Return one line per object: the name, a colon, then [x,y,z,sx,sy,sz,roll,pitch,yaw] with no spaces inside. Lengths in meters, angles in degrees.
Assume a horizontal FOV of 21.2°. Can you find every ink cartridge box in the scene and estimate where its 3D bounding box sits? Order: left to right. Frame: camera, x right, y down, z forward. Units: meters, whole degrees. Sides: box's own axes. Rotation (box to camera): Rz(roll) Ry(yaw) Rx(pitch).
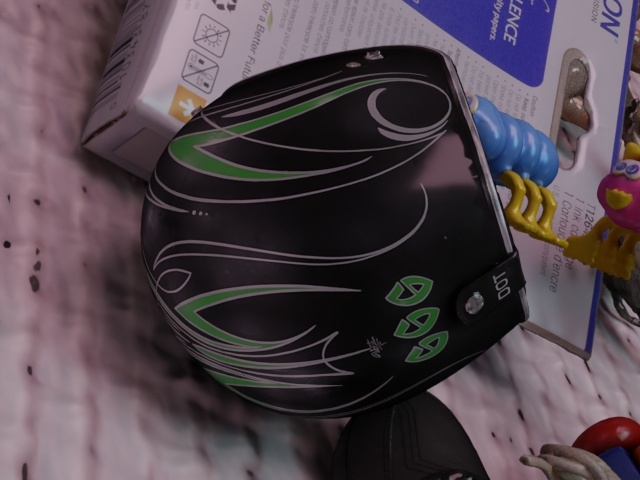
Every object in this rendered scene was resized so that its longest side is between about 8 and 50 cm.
ink cartridge box: [0.043,-0.117,0.975,0.307,0.072,0.303,31,56,-28]

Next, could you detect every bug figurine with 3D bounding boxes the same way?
bug figurine: [0.186,-0.007,0.839,0.279,0.072,0.216,22,0,39]

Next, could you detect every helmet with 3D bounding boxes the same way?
helmet: [0.000,0.000,0.771,0.169,0.162,0.169,-17,90,-87]

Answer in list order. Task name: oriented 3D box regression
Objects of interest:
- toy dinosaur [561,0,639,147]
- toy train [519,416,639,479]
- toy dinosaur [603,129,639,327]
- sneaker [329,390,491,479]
toy dinosaur: [0.173,-0.144,1.299,0.200,0.127,0.296,15,-8,32]
toy train: [0.203,0.106,0.841,0.248,0.143,0.105,40,17,-55]
toy dinosaur: [0.218,0.023,1.090,0.118,0.064,0.268,56,-2,16]
sneaker: [0.087,0.153,0.721,0.101,0.106,0.267,18,33,-35]
